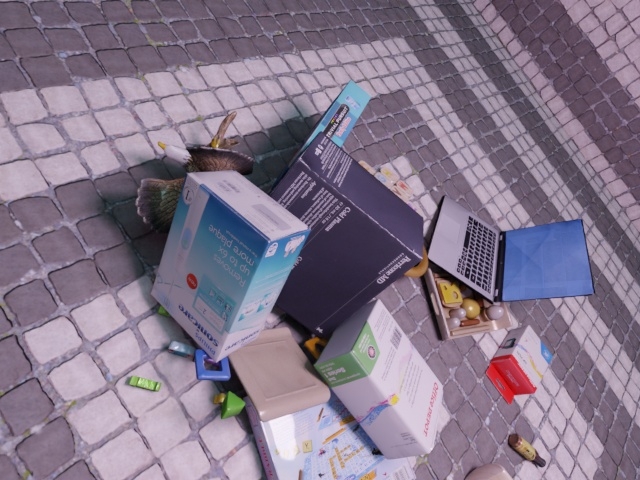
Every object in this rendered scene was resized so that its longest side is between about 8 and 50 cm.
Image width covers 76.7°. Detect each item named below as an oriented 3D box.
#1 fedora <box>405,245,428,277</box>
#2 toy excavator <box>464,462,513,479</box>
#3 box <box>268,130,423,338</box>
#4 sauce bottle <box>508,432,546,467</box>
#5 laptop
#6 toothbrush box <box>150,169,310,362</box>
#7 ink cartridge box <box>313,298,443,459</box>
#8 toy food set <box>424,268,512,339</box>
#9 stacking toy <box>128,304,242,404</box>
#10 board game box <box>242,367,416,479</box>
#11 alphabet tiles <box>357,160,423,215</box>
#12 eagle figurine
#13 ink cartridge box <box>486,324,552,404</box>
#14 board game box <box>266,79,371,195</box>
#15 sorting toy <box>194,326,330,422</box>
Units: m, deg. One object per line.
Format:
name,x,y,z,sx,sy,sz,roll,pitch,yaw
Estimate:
fedora,0.237,0.039,1.229,0.194,0.079,0.194,18,48,-22
toy excavator,0.334,0.720,0.838,0.445,0.433,0.222,-36,88,-11
box,0.000,0.000,0.917,0.313,0.343,0.179,39,33,-10
sauce bottle,0.615,0.624,1.197,0.128,0.042,0.042,39,52,-7
laptop,0.606,-0.008,1.317,0.408,0.236,0.382,34,44,-2
toothbrush box,-0.184,0.045,0.782,0.216,0.295,0.126,39,30,20
ink cartridge box,0.141,0.307,0.911,0.278,0.117,0.201,54,34,-7
toy food set,0.475,0.188,1.296,0.306,0.092,0.219,1,67,-32
stacking toy,-0.254,0.239,0.843,0.221,0.052,0.166,22,57,-21
board game box,0.026,0.444,0.904,0.319,0.066,0.317,-10,72,-35
alphabet tiles,0.203,-0.147,1.294,0.278,0.021,0.284,42,41,5
eagle figurine,-0.265,-0.148,0.902,0.225,0.226,0.298,0,31,-12
ink cartridge box,0.641,0.398,1.303,0.231,0.078,0.134,-35,88,-38
board game box,-0.012,-0.251,1.109,0.079,0.254,0.336,36,53,-11
sorting toy,-0.096,0.276,0.847,0.348,0.047,0.196,3,37,-43
